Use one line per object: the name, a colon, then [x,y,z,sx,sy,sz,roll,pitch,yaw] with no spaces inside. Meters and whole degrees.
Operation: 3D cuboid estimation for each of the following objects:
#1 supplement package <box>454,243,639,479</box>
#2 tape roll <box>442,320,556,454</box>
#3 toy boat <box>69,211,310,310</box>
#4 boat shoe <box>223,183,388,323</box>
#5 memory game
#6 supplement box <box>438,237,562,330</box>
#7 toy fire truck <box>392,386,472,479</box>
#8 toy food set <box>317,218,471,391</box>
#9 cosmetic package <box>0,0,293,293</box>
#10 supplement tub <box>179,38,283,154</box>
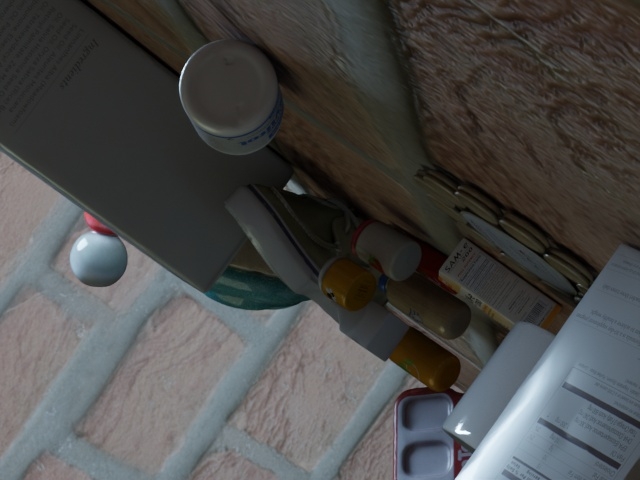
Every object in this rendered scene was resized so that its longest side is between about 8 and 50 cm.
supplement package: [0.171,0.148,1.069,0.139,0.244,0.134,38,175,-26]
tape roll: [0.227,0.178,1.392,0.286,0.100,0.286,35,176,3]
toy boat: [-0.130,0.013,2.221,0.318,0.148,0.267,15,-174,16]
boat shoe: [0.000,0.000,1.921,0.109,0.094,0.302,53,-174,27]
memory game: [0.141,0.006,1.349,0.186,0.012,0.186,35,176,3]
supplement box: [0.145,0.043,1.579,0.098,0.036,0.062,36,176,7]
toy fire truck: [0.194,0.288,2.015,0.254,0.302,0.169,-7,151,18]
toy food set: [0.058,0.044,1.791,0.104,0.111,0.232,33,177,38]
cosmetic package: [-0.270,-0.153,1.935,0.453,0.161,0.230,37,176,-26]
supplement tub: [-0.063,-0.102,1.403,0.071,0.071,0.107,36,177,5]
